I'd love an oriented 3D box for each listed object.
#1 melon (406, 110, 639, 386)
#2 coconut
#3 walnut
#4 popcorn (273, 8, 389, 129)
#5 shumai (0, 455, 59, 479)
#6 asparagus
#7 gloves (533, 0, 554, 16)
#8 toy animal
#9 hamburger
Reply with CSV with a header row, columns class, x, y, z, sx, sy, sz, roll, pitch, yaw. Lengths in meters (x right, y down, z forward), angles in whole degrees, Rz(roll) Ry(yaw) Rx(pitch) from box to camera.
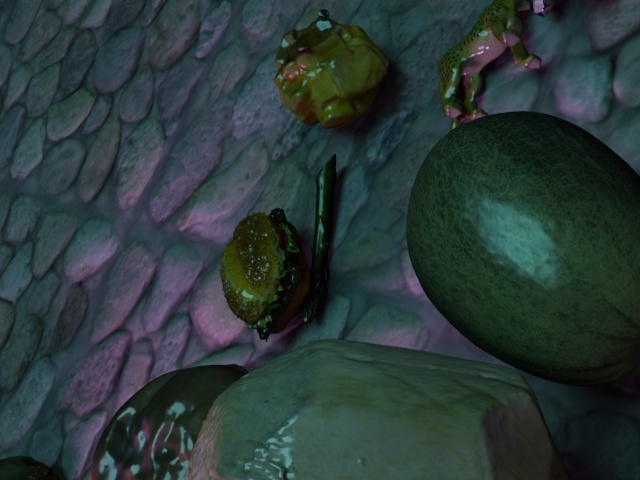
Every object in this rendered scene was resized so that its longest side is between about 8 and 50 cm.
class,x,y,z,sx,sy,sz,roll,pitch,yaw
melon,0.226,0.009,1.574,0.249,0.248,0.329,-50,47,11
coconut,0.070,0.281,1.487,0.415,0.415,0.345,-26,39,34
walnut,-0.139,0.267,1.808,0.227,0.273,0.273,22,81,14
popcorn,0.010,-0.218,2.032,0.148,0.152,0.167,-40,41,-10
shumai,-0.470,0.381,2.108,0.272,0.203,0.222,12,75,53
asparagus,0.000,0.000,1.980,0.027,0.034,0.236,-5,64,24
gloves,0.275,-0.356,1.859,0.127,0.111,0.212,-35,31,13
toy animal,0.193,-0.220,1.901,0.181,0.073,0.136,-51,30,29
hamburger,-0.074,0.032,1.970,0.137,0.087,0.166,-60,28,28
